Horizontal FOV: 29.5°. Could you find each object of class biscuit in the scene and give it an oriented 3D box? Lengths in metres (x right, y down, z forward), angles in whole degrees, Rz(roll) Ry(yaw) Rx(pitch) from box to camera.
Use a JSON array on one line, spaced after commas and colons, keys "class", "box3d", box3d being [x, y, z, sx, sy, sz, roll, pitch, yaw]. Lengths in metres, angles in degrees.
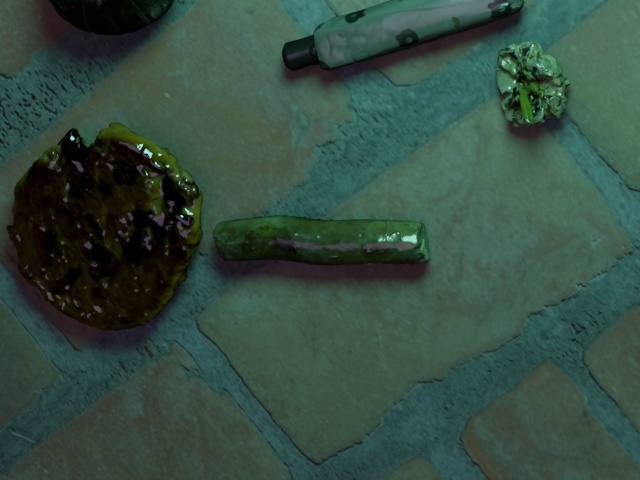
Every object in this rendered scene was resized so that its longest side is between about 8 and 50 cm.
[{"class": "biscuit", "box3d": [-0.321, -0.023, 1.832, 0.289, 0.081, 0.334, 39, 116, 0]}]

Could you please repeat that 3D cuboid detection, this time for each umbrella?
[{"class": "umbrella", "box3d": [0.106, -0.293, 1.645, 0.337, 0.067, 0.073, -15, 89, 18]}]

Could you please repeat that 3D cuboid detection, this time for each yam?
[{"class": "yam", "box3d": [0.000, 0.000, 1.762, 0.318, 0.071, 0.067, 0, 143, 14]}]

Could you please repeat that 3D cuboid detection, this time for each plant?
[{"class": "plant", "box3d": [0.270, -0.197, 1.608, 0.104, 0.122, 0.116, -29, 105, 32]}]

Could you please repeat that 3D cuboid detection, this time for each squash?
[{"class": "squash", "box3d": [-0.288, -0.374, 1.679, 0.193, 0.156, 0.193, -2, 99, -9]}]
